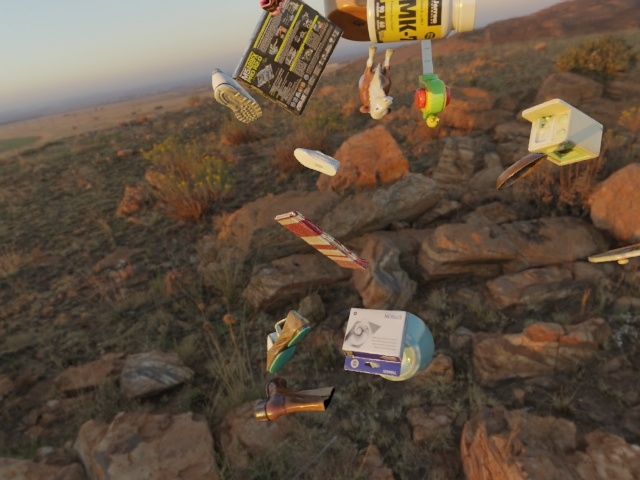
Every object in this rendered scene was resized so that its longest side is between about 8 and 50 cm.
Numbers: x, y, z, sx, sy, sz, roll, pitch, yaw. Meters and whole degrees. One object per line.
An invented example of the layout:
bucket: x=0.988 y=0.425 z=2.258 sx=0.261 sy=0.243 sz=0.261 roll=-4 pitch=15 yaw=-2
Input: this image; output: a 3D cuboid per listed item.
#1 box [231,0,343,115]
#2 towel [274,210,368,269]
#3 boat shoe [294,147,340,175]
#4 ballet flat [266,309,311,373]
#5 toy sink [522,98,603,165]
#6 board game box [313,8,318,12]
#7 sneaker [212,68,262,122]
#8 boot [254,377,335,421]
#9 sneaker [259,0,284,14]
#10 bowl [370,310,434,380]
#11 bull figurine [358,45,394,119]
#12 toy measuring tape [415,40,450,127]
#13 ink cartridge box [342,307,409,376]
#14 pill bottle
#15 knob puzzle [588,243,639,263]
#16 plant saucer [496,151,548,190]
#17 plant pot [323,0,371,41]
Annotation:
box: x=-0.091 y=-0.523 z=1.263 sx=0.216 sy=0.270 sz=0.060 roll=24 pitch=8 yaw=-26
towel: x=0.000 y=0.000 z=1.614 sx=0.037 sy=0.329 sz=0.237 roll=-58 pitch=15 yaw=-11
boat shoe: x=-0.010 y=-0.317 z=1.748 sx=0.184 sy=0.066 sz=0.063 roll=22 pitch=53 yaw=13
ballet flat: x=-0.152 y=0.401 z=1.829 sx=0.116 sy=0.342 sz=0.124 roll=-14 pitch=55 yaw=-42
toy sink: x=0.828 y=-0.366 z=1.566 sx=0.234 sy=0.131 sz=0.153 roll=19 pitch=-12 yaw=-23
board game box: x=-0.057 y=-0.704 z=1.558 sx=0.026 sy=0.126 sz=0.186 roll=23 pitch=47 yaw=-6
sneaker: x=-0.272 y=-0.476 z=1.496 sx=0.090 sy=0.094 sz=0.235 roll=-28 pitch=-23 yaw=13
boot: x=-0.081 y=0.574 z=1.704 sx=0.280 sy=0.096 sz=0.264 roll=-17 pitch=0 yaw=14
sneaker: x=-0.103 y=-0.581 z=1.039 sx=0.057 sy=0.119 sz=0.047 roll=-9 pitch=56 yaw=-43
bowl: x=0.322 y=0.469 z=1.927 sx=0.312 sy=0.311 sz=0.163 roll=-2 pitch=4 yaw=18
bull figurine: x=0.169 y=-0.478 z=1.353 sx=0.101 sy=0.188 sz=0.310 roll=8 pitch=24 yaw=-2
toy measuring tape: x=0.383 y=-0.557 z=1.546 sx=0.121 sy=0.330 sz=0.121 roll=-5 pitch=12 yaw=1
ink cartridge box: x=0.190 y=0.356 z=1.602 sx=0.223 sy=0.045 sz=0.224 roll=-2 pitch=63 yaw=32
pill bottle: x=0.206 y=-0.473 z=0.921 sx=0.209 sy=0.119 sz=0.119 roll=2 pitch=25 yaw=15
knob puzzle: x=0.664 y=0.028 z=0.943 sx=0.213 sy=0.030 sz=0.213 roll=-15 pitch=-5 yaw=-1
plant saucer: x=0.596 y=-0.211 z=1.349 sx=0.168 sy=0.029 sz=0.168 roll=-28 pitch=-16 yaw=-8
plant pot: x=0.124 y=-0.741 z=1.349 sx=0.291 sy=0.203 sz=0.291 roll=7 pitch=-4 yaw=0
